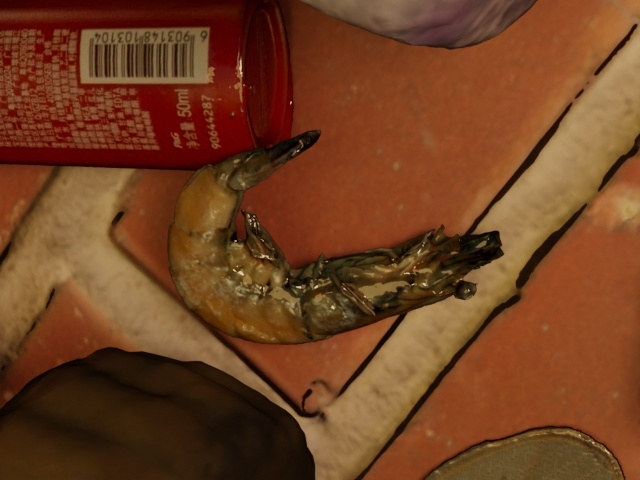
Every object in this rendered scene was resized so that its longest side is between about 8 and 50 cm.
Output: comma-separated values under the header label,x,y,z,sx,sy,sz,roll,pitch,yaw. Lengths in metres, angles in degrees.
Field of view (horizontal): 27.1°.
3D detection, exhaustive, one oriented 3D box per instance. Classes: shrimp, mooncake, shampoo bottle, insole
label,x,y,z,sx,sy,sz,roll,pitch,yaw
shrimp,0.000,0.000,0.827,0.217,0.051,0.150,-13,122,21
mooncake,-0.132,0.207,0.830,0.161,0.290,0.290,23,110,23
shampoo bottle,-0.170,-0.106,0.887,0.314,0.076,0.118,3,112,24
insole,0.061,0.233,0.899,0.348,0.009,0.119,-36,87,26

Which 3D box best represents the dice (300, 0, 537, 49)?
label,x,y,z,sx,sy,sz,roll,pitch,yaw
dice,0.038,-0.272,0.648,0.270,0.270,0.271,38,114,13
